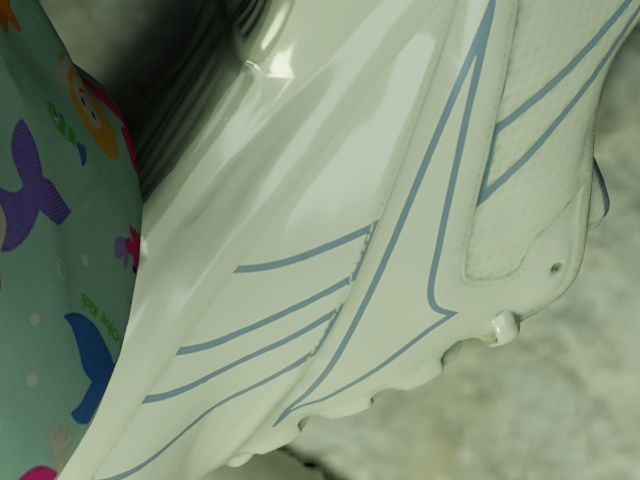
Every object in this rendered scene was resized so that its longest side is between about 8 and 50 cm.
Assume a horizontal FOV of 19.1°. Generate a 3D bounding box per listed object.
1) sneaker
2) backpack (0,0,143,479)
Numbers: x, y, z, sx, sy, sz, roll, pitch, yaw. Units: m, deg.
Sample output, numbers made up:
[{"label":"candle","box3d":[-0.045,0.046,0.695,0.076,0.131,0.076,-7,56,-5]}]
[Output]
[{"label":"sneaker","box3d":[0.000,0.000,0.487,0.129,0.111,0.297,29,108,-22]},{"label":"backpack","box3d":[-0.171,0.003,0.398,0.253,0.225,0.191,-20,124,8]}]
